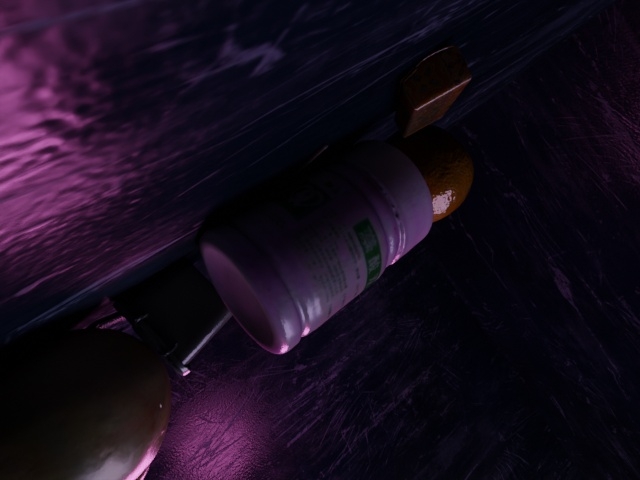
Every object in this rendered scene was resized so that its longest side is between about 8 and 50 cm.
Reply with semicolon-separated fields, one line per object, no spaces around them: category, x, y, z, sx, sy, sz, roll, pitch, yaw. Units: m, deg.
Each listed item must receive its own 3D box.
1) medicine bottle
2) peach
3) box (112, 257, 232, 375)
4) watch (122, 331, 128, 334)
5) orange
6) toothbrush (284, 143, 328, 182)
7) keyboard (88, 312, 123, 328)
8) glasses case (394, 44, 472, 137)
medicine bottle;0.000;0.000;0.676;0.325;0.212;0.212;-34;180;-28
peach;-0.349;0.256;0.604;0.292;0.247;0.292;-52;172;-10
box;-0.247;0.130;0.767;0.135;0.163;0.243;-44;-178;-19
watch;-0.568;0.354;1.064;0.217;0.211;0.248;-17;170;-6
orange;0.248;-0.161;1.092;0.264;0.264;0.264;-34;180;0
toothbrush;-0.022;-0.108;0.607;0.097;0.006;0.008;-35;178;39
keyboard;-0.401;0.155;0.839;0.063;0.010;0.198;-33;180;4
glasses case;0.144;-0.197;0.594;0.075;0.049;0.218;-28;-179;9
